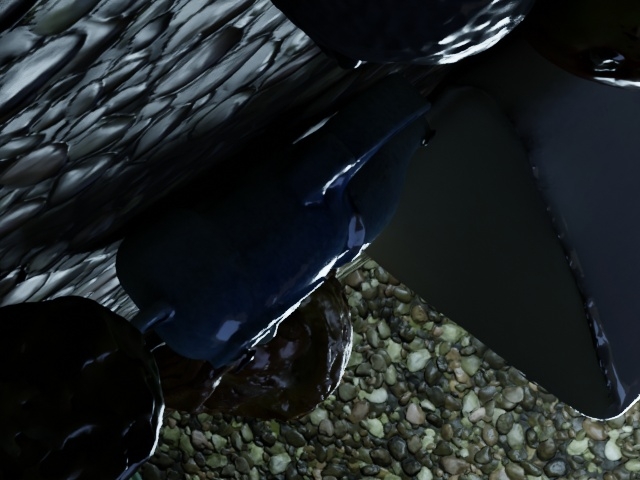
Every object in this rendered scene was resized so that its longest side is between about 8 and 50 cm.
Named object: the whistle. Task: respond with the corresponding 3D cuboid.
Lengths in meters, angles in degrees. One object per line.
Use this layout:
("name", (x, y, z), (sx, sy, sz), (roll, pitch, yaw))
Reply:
("whistle", (-0.019, -0.014, 0.744), (0.180, 0.093, 0.269), (-43, 179, 43))

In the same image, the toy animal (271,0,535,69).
("toy animal", (0.022, -0.103, 0.302), (0.210, 0.121, 0.117), (-163, -97, -75))

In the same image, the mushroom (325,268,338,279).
("mushroom", (0.000, 0.000, 1.190), (0.061, 0.060, 0.187), (-30, 169, -21))

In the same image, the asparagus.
("asparagus", (-0.158, 0.107, 0.731), (0.128, 0.108, 0.382), (-42, 179, -14))

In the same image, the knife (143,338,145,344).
("knife", (-0.238, 0.171, 1.142), (0.089, 0.043, 0.365), (-35, 174, -40))

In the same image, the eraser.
("eraser", (0.178, -0.045, 1.092), (0.150, 0.331, 0.331), (-37, 176, -25))

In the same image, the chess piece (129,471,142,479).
("chess piece", (-0.242, 0.231, 0.916), (0.176, 0.175, 0.298), (-38, 174, 11))

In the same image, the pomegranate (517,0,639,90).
("pomegranate", (0.141, -0.127, 0.559), (0.130, 0.130, 0.130), (-37, 176, -3))

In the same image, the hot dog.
("hot dog", (-0.070, 0.113, 1.236), (0.175, 0.114, 0.259), (7, 157, -22))
